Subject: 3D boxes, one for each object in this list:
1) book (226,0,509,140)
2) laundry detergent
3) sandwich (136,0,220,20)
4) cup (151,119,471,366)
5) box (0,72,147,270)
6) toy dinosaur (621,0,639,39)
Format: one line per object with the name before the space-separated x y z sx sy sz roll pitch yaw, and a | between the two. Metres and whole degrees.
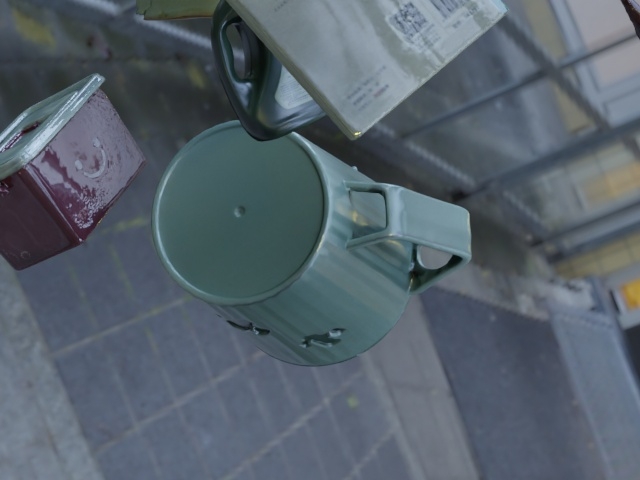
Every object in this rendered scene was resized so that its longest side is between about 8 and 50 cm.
book | 0.014 -0.259 1.360 0.282 0.215 0.025 51 -16 0
laundry detergent | -0.063 -0.233 1.668 0.078 0.144 0.221 2 -63 60
sandwich | -0.171 -0.437 2.226 0.227 0.198 0.155 -36 121 -47
cup | -0.014 -0.019 2.104 0.310 0.401 0.392 59 8 20
box | -0.403 -0.098 2.198 0.167 0.193 0.294 57 36 -20
toy dinosaur | 0.189 -0.108 0.809 0.327 0.113 0.206 42 -10 -24
